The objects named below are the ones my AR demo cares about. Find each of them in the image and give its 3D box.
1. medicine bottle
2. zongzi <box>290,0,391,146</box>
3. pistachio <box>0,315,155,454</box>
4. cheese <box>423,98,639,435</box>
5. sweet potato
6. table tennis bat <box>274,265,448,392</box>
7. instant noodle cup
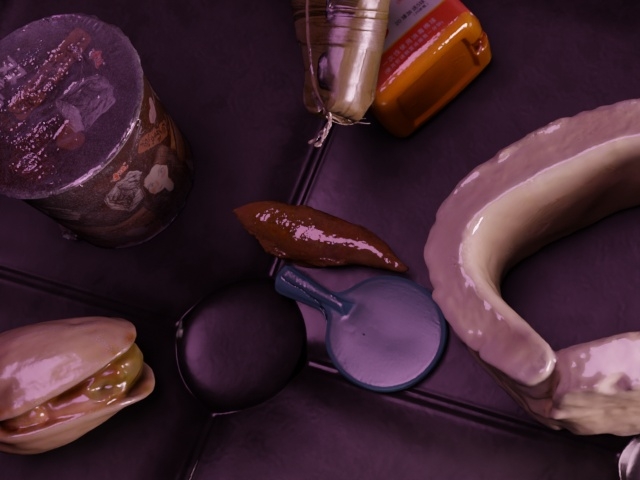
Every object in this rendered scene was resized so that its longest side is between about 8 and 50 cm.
[{"bbox_3d":[0.061,-0.238,1.732,0.149,0.112,0.222,-42,61,0],"label":"medicine bottle"},{"bbox_3d":[-0.007,-0.195,1.658,0.178,0.081,0.189,16,96,53],"label":"zongzi"},{"bbox_3d":[-0.286,0.148,1.680,0.215,0.144,0.144,-16,63,1],"label":"pistachio"},{"bbox_3d":[0.274,0.035,1.515,0.332,0.153,0.292,-21,62,11],"label":"cheese"},{"bbox_3d":[0.000,0.000,1.686,0.206,0.060,0.068,14,110,23],"label":"sweet potato"},{"bbox_3d":[0.038,0.079,1.651,0.201,0.033,0.124,27,77,25],"label":"table tennis bat"},{"bbox_3d":[-0.253,-0.106,1.732,0.217,0.207,0.217,-7,67,17],"label":"instant noodle cup"}]
